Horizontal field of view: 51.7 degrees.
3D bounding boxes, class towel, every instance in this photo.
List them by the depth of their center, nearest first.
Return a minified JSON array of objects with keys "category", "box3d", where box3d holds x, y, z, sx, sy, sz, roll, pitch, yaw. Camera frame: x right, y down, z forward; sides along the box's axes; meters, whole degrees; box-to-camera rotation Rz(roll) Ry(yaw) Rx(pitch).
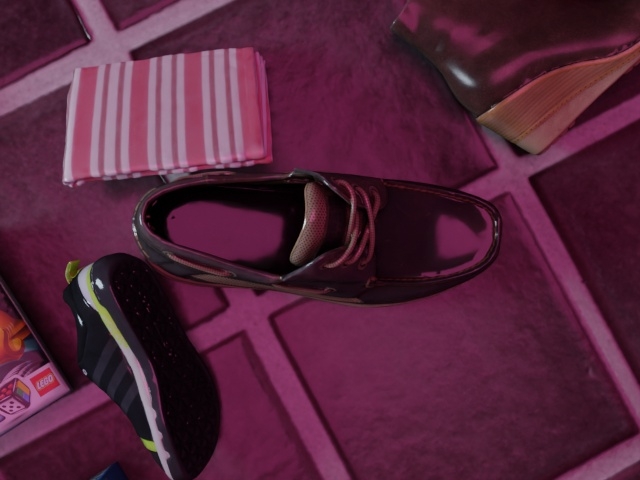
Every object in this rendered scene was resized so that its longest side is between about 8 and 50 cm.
[{"category":"towel","box3d":[-0.147,-0.119,0.638,0.197,0.029,0.144,-7,58,0]}]

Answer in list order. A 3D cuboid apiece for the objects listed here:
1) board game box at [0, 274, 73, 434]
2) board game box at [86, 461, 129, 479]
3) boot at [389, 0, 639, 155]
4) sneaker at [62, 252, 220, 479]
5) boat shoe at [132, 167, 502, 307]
[{"category":"board game box","box3d":[-0.410,0.141,0.586,0.305,0.053,0.193,-33,88,-22]},{"category":"board game box","box3d":[-0.275,0.290,0.573,0.210,0.160,0.047,-32,89,-3]},{"category":"boot","box3d":[0.219,-0.232,0.655,0.207,0.090,0.248,44,90,-1]},{"category":"sneaker","box3d":[-0.178,0.122,0.641,0.097,0.084,0.234,-21,91,29]},{"category":"boat shoe","box3d":[0.000,0.000,0.614,0.356,0.130,0.132,-1,87,-2]}]
